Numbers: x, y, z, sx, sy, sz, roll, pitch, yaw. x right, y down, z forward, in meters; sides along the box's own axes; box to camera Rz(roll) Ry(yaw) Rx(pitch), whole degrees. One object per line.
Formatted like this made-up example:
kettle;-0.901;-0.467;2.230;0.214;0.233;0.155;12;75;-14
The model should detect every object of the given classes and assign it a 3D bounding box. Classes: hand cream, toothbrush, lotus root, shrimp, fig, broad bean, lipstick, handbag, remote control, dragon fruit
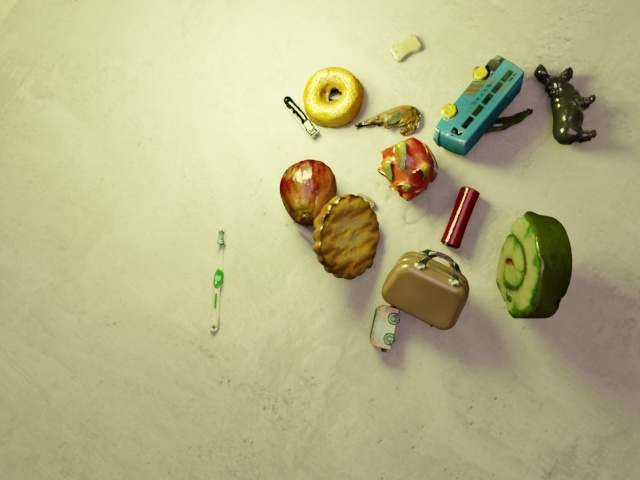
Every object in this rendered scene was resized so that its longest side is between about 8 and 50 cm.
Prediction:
hand cream;0.000;0.000;1.914;0.255;0.048;0.079;46;59;4
toothbrush;-0.415;0.165;1.953;0.042;0.040;0.417;5;92;7
lotus root;0.182;-0.159;1.917;0.083;0.030;0.037;31;119;8
shrimp;0.272;-0.464;1.909;0.262;0.066;0.117;-18;86;6
fig;-0.051;-0.182;1.853;0.224;0.224;0.262;6;88;5
broad bean;0.696;-0.457;1.882;0.298;0.043;0.060;-14;66;3
lipstick;0.541;-0.089;1.858;0.080;0.080;0.241;21;90;6
handbag;0.406;0.159;1.777;0.302;0.149;0.283;27;123;8
remote control;0.343;-0.775;1.934;0.122;0.032;0.074;-28;85;4
dragon fruit;0.331;-0.274;1.820;0.224;0.224;0.227;-27;88;3

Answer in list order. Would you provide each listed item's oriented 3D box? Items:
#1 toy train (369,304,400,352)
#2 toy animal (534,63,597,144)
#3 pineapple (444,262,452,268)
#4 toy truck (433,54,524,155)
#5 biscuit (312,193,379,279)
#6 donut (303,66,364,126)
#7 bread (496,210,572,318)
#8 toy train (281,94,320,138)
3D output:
toy train;0.250;0.339;1.864;0.099;0.072;0.188;13;88;5
toy animal;0.945;-0.530;1.836;0.169;0.106;0.342;-15;80;11
pineapple;0.480;0.151;1.857;0.114;0.077;0.114;-25;79;16
toy truck;0.591;-0.504;1.813;0.162;0.161;0.385;40;88;22
biscuit;0.091;-0.014;1.812;0.107;0.326;0.325;8;87;47
donut;0.046;-0.574;1.917;0.254;0.118;0.253;-1;87;20
bread;0.736;0.087;1.689;0.129;0.366;0.381;3;90;0
toy train;-0.082;-0.506;1.950;0.043;0.047;0.207;-40;84;8
